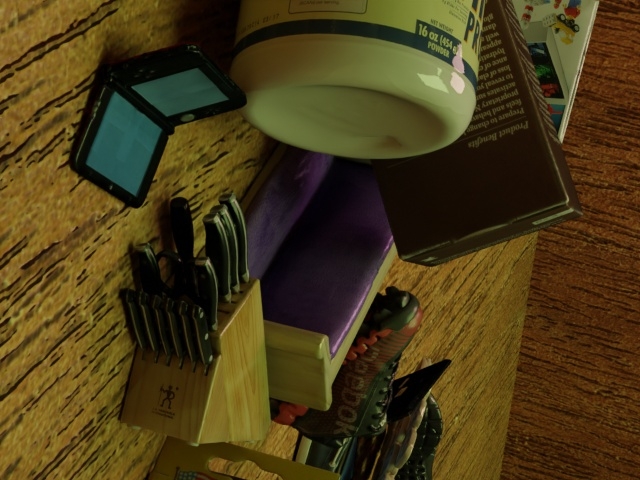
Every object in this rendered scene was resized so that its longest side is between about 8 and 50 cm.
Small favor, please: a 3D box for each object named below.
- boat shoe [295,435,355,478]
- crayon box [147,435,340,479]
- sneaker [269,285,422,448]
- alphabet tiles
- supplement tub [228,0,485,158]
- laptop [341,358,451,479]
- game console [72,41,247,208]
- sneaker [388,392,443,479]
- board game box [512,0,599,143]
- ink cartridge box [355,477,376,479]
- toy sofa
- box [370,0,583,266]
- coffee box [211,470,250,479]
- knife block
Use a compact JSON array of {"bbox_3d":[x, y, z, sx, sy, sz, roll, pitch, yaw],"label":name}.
[{"bbox_3d":[-0.002,0.375,1.812,0.095,0.079,0.254,17,86,-74],"label":"boat shoe"},{"bbox_3d":[-0.111,0.369,1.277,0.081,0.202,0.318,67,40,-62],"label":"crayon box"},{"bbox_3d":[0.054,0.168,1.570,0.276,0.135,0.097,-47,-175,35],"label":"sneaker"},{"bbox_3d":[0.126,0.340,2.138,0.278,0.021,0.284,115,-2,-57],"label":"alphabet tiles"},{"bbox_3d":[0.045,-0.264,1.222,0.235,0.235,0.325,49,46,-68],"label":"supplement tub"},{"bbox_3d":[0.087,0.321,1.952,0.136,0.264,0.234,62,25,-4],"label":"laptop"},{"bbox_3d":[-0.134,-0.096,1.086,0.144,0.124,0.085,40,37,-71],"label":"game console"},{"bbox_3d":[0.168,0.387,2.361,0.106,0.101,0.267,-92,-174,-68],"label":"sneaker"},{"bbox_3d":[0.168,-0.245,1.542,0.053,0.305,0.193,117,-10,-78],"label":"board game box"},{"bbox_3d":[0.048,0.425,2.051,0.063,0.029,0.115,-59,172,27],"label":"ink cartridge box"},{"bbox_3d":[0.000,0.000,1.446,0.362,0.150,0.177,-60,157,-43],"label":"toy sofa"},{"bbox_3d":[0.137,-0.180,1.395,0.143,0.191,0.381,17,56,-69],"label":"box"},{"bbox_3d":[-0.041,0.360,1.402,0.141,0.246,0.098,-57,154,-54],"label":"coffee box"},{"bbox_3d":[-0.108,0.078,1.269,0.276,0.088,0.242,25,79,-71],"label":"knife block"}]
